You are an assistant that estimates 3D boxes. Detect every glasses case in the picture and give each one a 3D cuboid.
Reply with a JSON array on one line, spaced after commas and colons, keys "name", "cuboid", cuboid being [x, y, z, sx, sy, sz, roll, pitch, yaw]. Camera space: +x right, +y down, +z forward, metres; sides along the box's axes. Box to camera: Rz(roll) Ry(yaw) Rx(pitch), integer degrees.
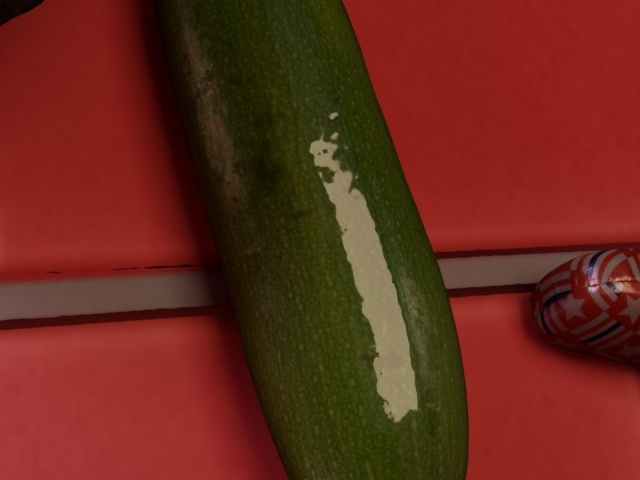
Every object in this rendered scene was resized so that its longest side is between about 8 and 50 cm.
[{"name": "glasses case", "cuboid": [0.206, 0.043, 0.940, 0.194, 0.073, 0.049, 8, 60, -31]}]

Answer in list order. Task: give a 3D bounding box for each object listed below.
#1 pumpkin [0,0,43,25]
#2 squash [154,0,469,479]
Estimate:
[{"name": "pumpkin", "cuboid": [-0.191, -0.233, 0.682, 0.291, 0.257, 0.328, 34, 49, -33]}, {"name": "squash", "cuboid": [0.000, 0.000, 0.809, 0.101, 0.101, 0.379, -5, 74, -35]}]
